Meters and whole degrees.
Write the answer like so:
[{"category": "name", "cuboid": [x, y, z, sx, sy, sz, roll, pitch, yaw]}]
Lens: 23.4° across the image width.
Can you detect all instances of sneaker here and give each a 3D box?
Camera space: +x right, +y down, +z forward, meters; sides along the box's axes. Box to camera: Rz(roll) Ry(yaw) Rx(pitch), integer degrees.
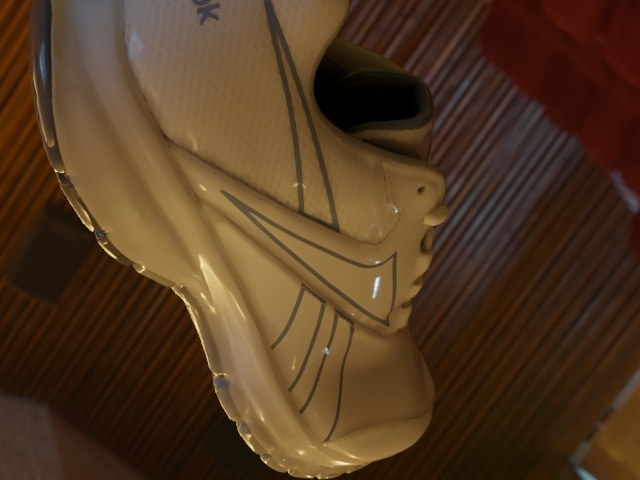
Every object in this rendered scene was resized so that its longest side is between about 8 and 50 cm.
[{"category": "sneaker", "cuboid": [0.000, 0.000, 0.624, 0.297, 0.129, 0.111, 57, -165, -50]}]
